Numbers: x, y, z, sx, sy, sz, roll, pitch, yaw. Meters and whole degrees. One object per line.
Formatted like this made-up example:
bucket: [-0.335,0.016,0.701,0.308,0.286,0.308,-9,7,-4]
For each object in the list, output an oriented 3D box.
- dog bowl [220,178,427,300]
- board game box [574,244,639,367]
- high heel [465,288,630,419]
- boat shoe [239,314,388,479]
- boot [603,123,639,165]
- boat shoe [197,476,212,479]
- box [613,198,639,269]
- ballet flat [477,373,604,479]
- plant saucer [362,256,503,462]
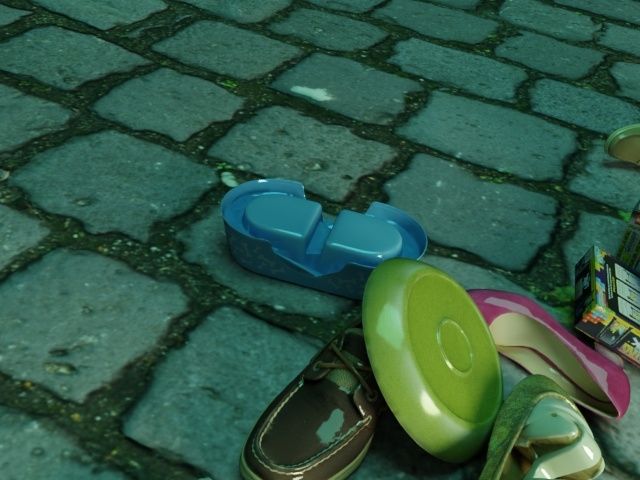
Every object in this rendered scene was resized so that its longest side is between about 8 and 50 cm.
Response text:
dog bowl: [0.000,0.000,1.136,0.297,0.074,0.166,15,35,8]
board game box: [0.414,0.095,1.067,0.141,0.048,0.170,33,31,0]
high heel: [0.266,0.141,0.987,0.244,0.082,0.117,29,27,6]
boat shoe: [0.037,0.148,0.887,0.123,0.123,0.342,29,39,27]
boot: [0.654,-0.143,1.479,0.213,0.077,0.165,5,35,-16]
boat shoe: [-0.052,0.304,0.679,0.088,0.096,0.267,-26,39,-33]
box: [0.525,-0.038,1.269,0.036,0.114,0.207,25,37,23]
ballet flat: [0.219,0.243,0.789,0.123,0.123,0.348,24,38,21]
plant saucer: [0.138,0.123,0.886,0.241,0.037,0.241,32,44,-36]
